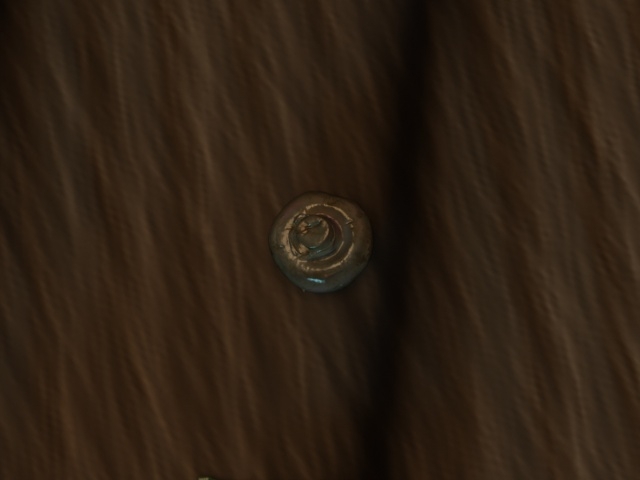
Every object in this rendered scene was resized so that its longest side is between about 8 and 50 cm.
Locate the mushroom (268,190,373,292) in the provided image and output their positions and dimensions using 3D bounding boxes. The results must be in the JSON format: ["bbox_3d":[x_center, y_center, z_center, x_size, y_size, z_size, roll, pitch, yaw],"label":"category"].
[{"bbox_3d":[0.000,0.000,1.000,0.084,0.067,0.083,-2,82,12],"label":"mushroom"}]

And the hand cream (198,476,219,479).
[{"bbox_3d":[-0.009,0.229,0.971,0.175,0.046,0.095,-3,80,11],"label":"hand cream"}]
